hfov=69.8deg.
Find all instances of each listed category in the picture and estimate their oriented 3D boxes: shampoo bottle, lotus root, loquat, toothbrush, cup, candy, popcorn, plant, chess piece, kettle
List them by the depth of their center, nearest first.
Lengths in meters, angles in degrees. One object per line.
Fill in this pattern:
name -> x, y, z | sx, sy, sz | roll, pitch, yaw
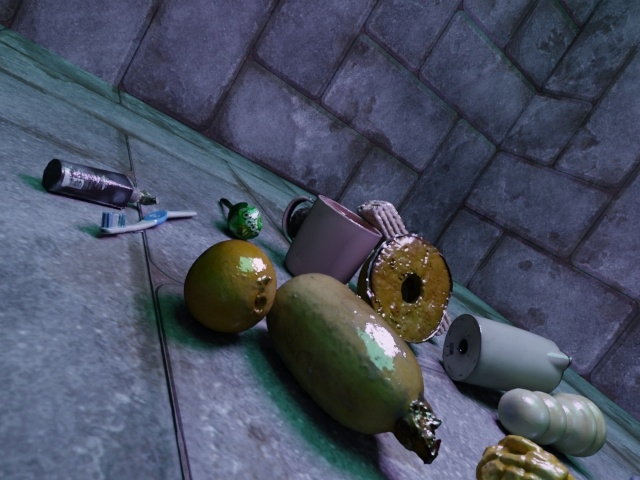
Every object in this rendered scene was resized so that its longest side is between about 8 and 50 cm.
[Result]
popcorn -> 0.289, 0.356, 0.579 | 0.194, 0.140, 0.163 | 43, 3, 4
lotus root -> 0.047, 0.168, 0.666 | 0.169, 0.152, 0.342 | 21, 12, -46
loquat -> -0.128, 0.066, 0.671 | 0.141, 0.141, 0.141 | 31, 10, -6
shampoo bottle -> -0.400, -0.098, 0.858 | 0.063, 0.057, 0.207 | 37, 12, 27
toothbrush -> -0.324, -0.041, 0.910 | 0.040, 0.040, 0.386 | 33, 7, 2
chess piece -> 0.504, 0.402, 1.036 | 0.251, 0.144, 0.144 | 20, 15, -27
kettle -> 0.446, 0.297, 1.158 | 0.255, 0.165, 0.240 | 14, -28, -13
cup -> 0.000, 0.000, 1.187 | 0.253, 0.200, 0.191 | 36, 11, 16
candy -> -0.234, -0.078, 1.258 | 0.097, 0.097, 0.323 | 27, 4, -29
plant -> -0.009, -0.019, 1.448 | 0.142, 0.131, 0.203 | 25, 3, -42

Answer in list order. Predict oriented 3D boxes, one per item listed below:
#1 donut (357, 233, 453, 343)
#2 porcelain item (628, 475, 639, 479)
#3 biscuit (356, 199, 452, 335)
donut -> 0.202, 0.125, 1.146 | 0.272, 0.272, 0.107 | 29, -27, -17
porcelain item -> 0.572, 0.499, 0.781 | 0.147, 0.114, 0.147 | 32, 8, -5
biscuit -> 0.237, 0.077, 1.316 | 0.426, 0.078, 0.144 | 61, -13, -15
